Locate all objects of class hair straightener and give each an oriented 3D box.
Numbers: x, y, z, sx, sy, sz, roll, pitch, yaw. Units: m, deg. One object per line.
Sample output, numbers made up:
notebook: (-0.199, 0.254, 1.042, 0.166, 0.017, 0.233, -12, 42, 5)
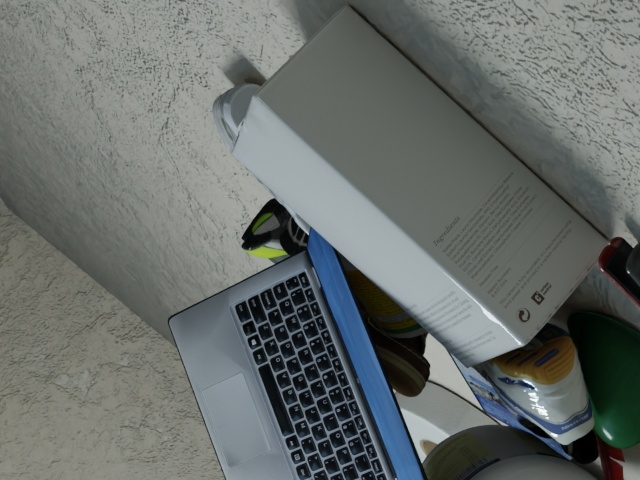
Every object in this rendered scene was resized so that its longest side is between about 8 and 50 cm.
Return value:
hair straightener: (0.366, 0.085, 1.191, 0.230, 0.047, 0.089, 48, 164, -18)

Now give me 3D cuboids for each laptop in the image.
laptop: (-0.041, 0.207, 1.553, 0.236, 0.408, 0.382, -2, -112, -61)

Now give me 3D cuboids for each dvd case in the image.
dvd case: (0.266, 0.210, 1.799, 0.180, 0.022, 0.253, 27, 158, 46)

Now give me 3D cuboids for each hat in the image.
hat: (0.314, 0.212, 1.394, 0.208, 0.183, 0.173, 38, 163, 16)

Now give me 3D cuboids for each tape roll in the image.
tape roll: (0.276, 0.397, 2.165, 0.392, 0.072, 0.392, 38, 163, 14)

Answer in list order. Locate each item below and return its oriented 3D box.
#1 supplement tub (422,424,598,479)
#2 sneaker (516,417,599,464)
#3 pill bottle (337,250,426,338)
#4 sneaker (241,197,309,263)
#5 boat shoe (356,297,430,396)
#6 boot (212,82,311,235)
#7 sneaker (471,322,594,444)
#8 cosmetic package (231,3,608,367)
supplement tub: (0.243, 0.370, 1.608, 0.235, 0.235, 0.325, 44, 178, -4)
sneaker: (0.309, 0.238, 1.572, 0.228, 0.086, 0.132, 70, 177, -57)
pill bottle: (0.079, 0.019, 1.580, 0.117, 0.117, 0.208, 21, 153, 53)
sneaker: (0.000, 0.000, 1.786, 0.121, 0.111, 0.300, 30, 171, -24)
boat shoe: (0.094, 0.124, 1.758, 0.123, 0.123, 0.342, 40, 177, -11)
boot: (-0.045, -0.101, 1.647, 0.258, 0.095, 0.123, 55, 168, -13)
sneaker: (0.223, 0.149, 1.464, 0.131, 0.112, 0.296, 64, 175, -20)
cosmetic package: (0.093, -0.047, 1.306, 0.365, 0.155, 0.197, 44, 163, 0)
